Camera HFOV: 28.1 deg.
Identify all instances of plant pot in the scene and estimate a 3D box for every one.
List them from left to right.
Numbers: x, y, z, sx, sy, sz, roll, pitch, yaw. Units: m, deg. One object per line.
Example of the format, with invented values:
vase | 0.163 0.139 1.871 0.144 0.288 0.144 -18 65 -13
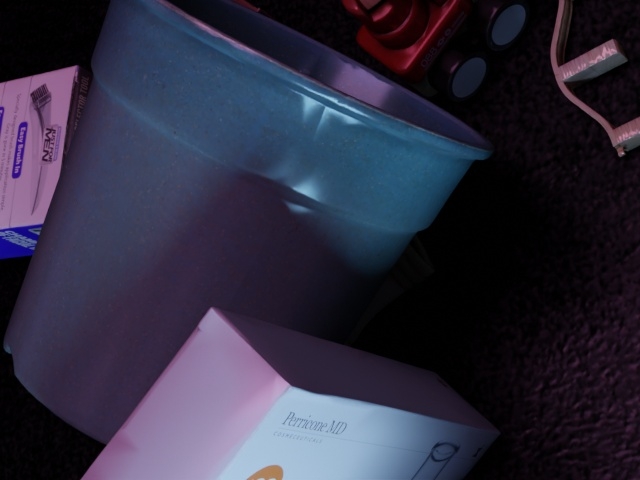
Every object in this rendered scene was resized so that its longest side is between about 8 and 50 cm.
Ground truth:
plant pot | -0.085 -0.009 1.066 0.341 0.341 0.334 36 104 36

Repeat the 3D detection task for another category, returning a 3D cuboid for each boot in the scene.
boot | 0.000 0.000 1.233 0.165 0.077 0.213 -44 61 15

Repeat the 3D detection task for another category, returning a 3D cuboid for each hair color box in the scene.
hair color box | -0.386 -0.077 1.496 0.339 0.110 0.185 -6 70 34

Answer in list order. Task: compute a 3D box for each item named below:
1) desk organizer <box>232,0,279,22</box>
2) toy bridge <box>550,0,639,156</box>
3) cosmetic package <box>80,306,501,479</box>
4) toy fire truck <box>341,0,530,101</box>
desk organizer | -0.103 -0.197 1.384 0.050 0.047 0.130 40 98 38
toy bridge | 0.244 -0.157 1.153 0.063 0.026 0.188 -26 62 27
cosmetic package | -0.040 0.215 1.001 0.097 0.377 0.284 40 99 30
toy fire truck | 0.084 -0.275 1.160 0.217 0.246 0.158 -53 55 8
